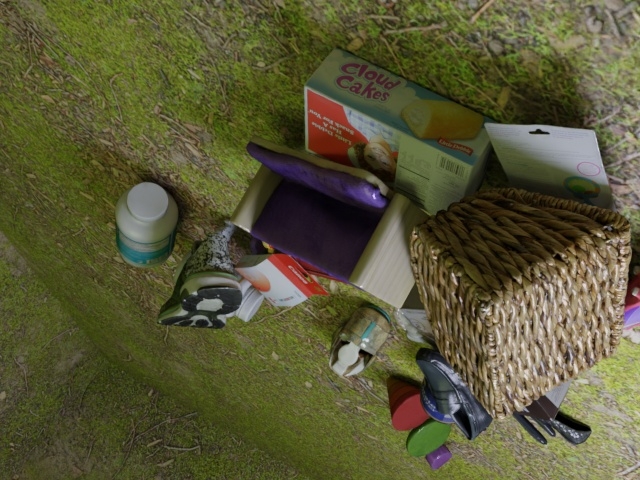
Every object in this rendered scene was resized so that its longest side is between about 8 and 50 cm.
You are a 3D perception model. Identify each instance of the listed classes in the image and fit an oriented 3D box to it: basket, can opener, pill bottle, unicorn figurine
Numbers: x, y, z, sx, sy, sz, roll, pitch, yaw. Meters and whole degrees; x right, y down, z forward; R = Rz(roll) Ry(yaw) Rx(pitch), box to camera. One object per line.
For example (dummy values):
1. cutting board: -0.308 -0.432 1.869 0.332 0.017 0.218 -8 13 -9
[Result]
1. basket: 0.270 0.061 1.078 0.213 0.223 0.299 53 168 44
2. can opener: 0.412 0.348 1.609 0.186 0.059 0.073 39 -162 10
3. pill bottle: 0.274 0.295 1.597 0.123 0.122 0.219 28 157 16
4. pill bottle: -0.252 0.114 1.950 0.215 0.117 0.117 32 154 8
5. unicorn figurine: 0.200 0.177 1.574 0.111 0.060 0.161 22 149 18
6. pill bottle: -0.417 -0.042 1.856 0.146 0.146 0.264 35 153 2

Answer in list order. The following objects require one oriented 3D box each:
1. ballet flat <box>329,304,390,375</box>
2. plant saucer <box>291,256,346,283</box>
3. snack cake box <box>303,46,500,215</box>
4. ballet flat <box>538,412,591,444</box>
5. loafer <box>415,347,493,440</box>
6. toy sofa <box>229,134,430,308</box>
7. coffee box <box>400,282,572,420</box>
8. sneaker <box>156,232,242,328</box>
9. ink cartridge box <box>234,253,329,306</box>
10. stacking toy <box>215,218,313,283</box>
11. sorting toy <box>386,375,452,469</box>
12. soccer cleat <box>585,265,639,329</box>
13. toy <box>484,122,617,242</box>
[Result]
1. ballet flat: 0.074 0.255 1.796 0.123 0.123 0.348 33 154 6
2. plant saucer: 0.000 0.000 1.536 0.259 0.047 0.258 13 146 40
3. snack cake box: 0.108 -0.147 1.109 0.264 0.089 0.152 29 155 15
4. ballet flat: 0.470 0.349 1.569 0.173 0.057 0.049 36 114 -3
5. loafer: 0.240 0.280 1.407 0.076 0.078 0.223 3 139 54
6. toy sofa: -0.004 -0.038 1.228 0.177 0.150 0.363 31 176 -40
7. coffee box: 0.303 0.178 1.382 0.168 0.118 0.297 -3 135 53
8. sneaker: -0.274 0.097 1.800 0.158 0.181 0.410 10 158 -23
9. ink cartridge box: -0.085 0.090 1.689 0.145 0.045 0.179 46 154 -27
10. stacking toy: -0.123 0.044 1.752 0.167 0.052 0.221 12 146 39
11. sorting toy: 0.243 0.456 1.984 0.126 0.127 0.365 52 174 45
12. soccer cleat: 0.458 0.093 1.109 0.095 0.083 0.248 20 154 0
13. toy: 0.314 -0.085 1.003 0.137 0.056 0.237 10 149 36
